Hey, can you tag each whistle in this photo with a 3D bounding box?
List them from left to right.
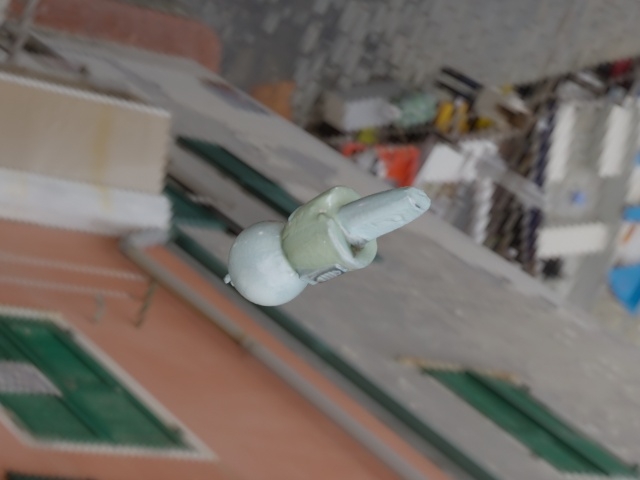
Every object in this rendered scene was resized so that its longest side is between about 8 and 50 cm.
[{"bbox_3d":[0.000,0.000,0.751,0.100,0.035,0.035,-24,142,34],"label":"whistle"}]
